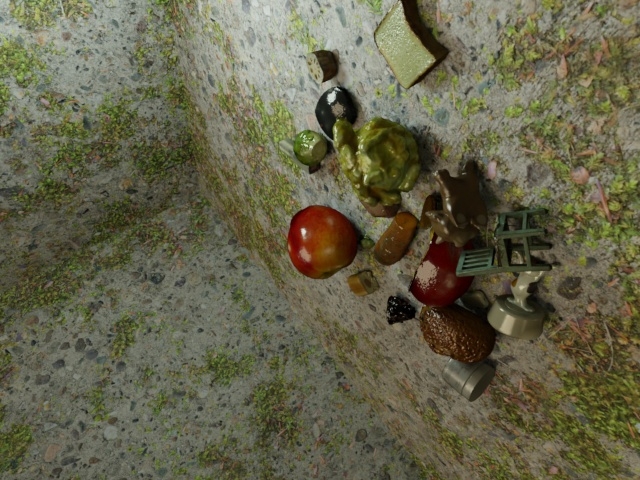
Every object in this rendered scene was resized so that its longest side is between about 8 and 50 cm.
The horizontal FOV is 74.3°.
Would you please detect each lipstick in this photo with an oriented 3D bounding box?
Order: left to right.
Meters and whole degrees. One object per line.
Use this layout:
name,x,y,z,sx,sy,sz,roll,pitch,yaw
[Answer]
lipstick,-0.109,-0.430,2.128,0.253,0.079,0.077,41,150,31

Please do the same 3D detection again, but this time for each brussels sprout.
brussels sprout,-0.045,-0.423,1.957,0.180,0.144,0.161,47,121,48
brussels sprout,0.220,0.008,2.071,0.085,0.058,0.085,32,129,51

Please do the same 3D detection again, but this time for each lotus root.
lotus root,0.002,-0.676,1.638,0.122,0.081,0.112,63,156,-12

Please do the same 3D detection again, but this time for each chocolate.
chocolate,0.405,0.350,2.079,0.133,0.156,0.156,3,126,28

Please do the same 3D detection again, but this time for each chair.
chair,0.538,0.007,1.268,0.271,0.136,0.147,-6,119,32

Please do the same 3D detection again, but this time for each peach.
peach,0.000,0.000,2.115,0.388,0.388,0.388,42,151,30
peach,0.462,0.083,1.535,0.201,0.258,0.361,21,116,14

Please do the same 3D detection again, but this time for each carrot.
carrot,0.314,0.005,1.806,0.138,0.139,0.301,47,153,22

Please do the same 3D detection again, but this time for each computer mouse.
computer mouse,0.043,-0.513,1.744,0.168,0.087,0.295,55,158,-2

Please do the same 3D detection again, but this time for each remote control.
remote control,0.601,0.232,1.659,0.074,0.032,0.122,60,156,-5

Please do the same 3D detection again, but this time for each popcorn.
popcorn,0.204,-0.289,1.487,0.274,0.279,0.335,-61,-40,-67

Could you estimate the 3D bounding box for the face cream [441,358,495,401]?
face cream,0.636,0.577,1.826,0.153,0.177,0.177,36,148,39

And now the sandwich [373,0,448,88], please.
sandwich,0.265,-0.590,1.277,0.214,0.065,0.186,57,156,1

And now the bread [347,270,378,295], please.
bread,0.226,0.232,2.283,0.134,0.085,0.173,57,154,-7

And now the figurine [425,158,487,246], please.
figurine,0.431,-0.104,1.370,0.173,0.177,0.247,135,115,-72

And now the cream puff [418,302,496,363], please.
cream puff,0.523,0.360,1.651,0.303,0.212,0.303,26,-179,-1

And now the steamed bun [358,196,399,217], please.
steamed bun,0.247,-0.174,1.756,0.175,0.106,0.145,54,157,-18

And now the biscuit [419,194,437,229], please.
biscuit,0.399,-0.105,1.550,0.206,0.025,0.125,77,-160,-84

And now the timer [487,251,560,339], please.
timer,0.663,0.166,1.377,0.175,0.175,0.265,31,126,44
